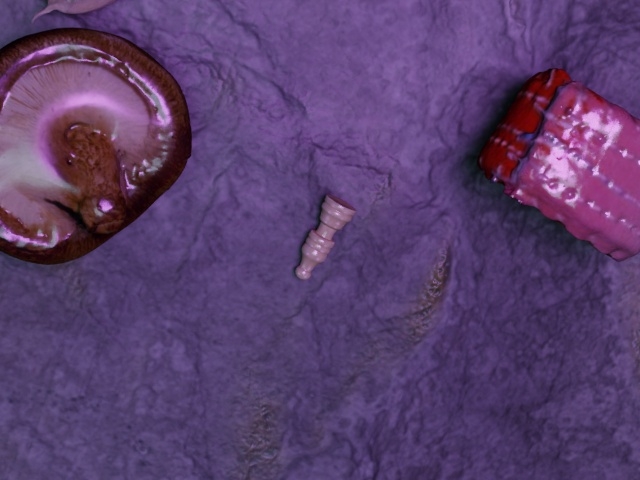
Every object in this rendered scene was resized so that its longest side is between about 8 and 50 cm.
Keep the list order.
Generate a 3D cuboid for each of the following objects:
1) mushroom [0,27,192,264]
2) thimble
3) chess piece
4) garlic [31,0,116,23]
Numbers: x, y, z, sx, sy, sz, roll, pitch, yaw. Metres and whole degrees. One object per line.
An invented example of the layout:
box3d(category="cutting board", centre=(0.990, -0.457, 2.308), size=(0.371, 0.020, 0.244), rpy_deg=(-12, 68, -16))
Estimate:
box3d(category="mushroom", centre=(-0.238, -0.091, 0.925), size=(0.231, 0.138, 0.194), rpy_deg=(-33, 92, -17))
box3d(category="thimble", centre=(0.255, -0.072, 0.961), size=(0.190, 0.163, 0.125), rpy_deg=(29, 99, -25))
box3d(category="chess piece", centre=(0.000, 0.000, 1.021), size=(0.035, 0.035, 0.092), rpy_deg=(27, 103, -11))
box3d(category="garlic", centre=(-0.207, -0.265, 0.926), size=(0.084, 0.066, 0.152), rpy_deg=(19, 98, 18))
